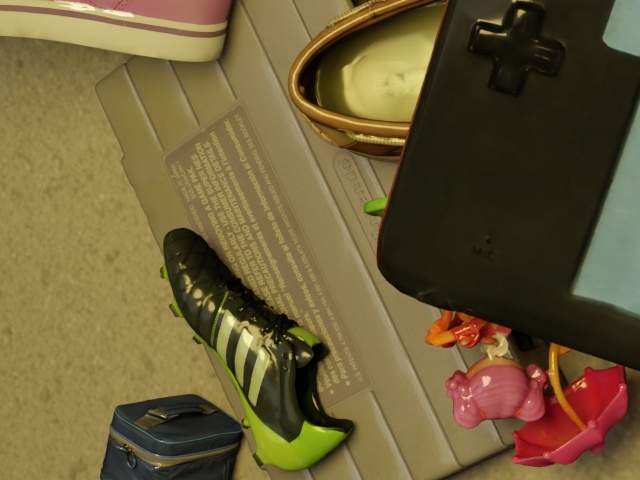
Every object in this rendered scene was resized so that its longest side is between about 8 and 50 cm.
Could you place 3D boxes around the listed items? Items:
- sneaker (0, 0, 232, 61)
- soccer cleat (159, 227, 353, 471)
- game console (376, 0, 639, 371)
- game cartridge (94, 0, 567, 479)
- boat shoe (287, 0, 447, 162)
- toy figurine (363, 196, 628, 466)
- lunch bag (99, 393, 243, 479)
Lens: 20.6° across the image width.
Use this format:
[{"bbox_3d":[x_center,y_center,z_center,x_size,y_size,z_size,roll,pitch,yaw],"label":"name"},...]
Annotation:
[{"bbox_3d":[-0.189,-0.211,1.102,0.102,0.282,0.161,-114,31,-63],"label":"sneaker"},{"bbox_3d":[-0.041,0.063,1.143,0.072,0.060,0.179,-32,85,25],"label":"soccer cleat"},{"bbox_3d":[0.250,-0.071,0.885,0.386,0.060,0.342,18,108,6],"label":"game console"},{"bbox_3d":[0.000,0.000,1.169,0.230,0.068,0.355,-32,79,39],"label":"game cartridge"},{"bbox_3d":[0.131,-0.107,0.990,0.324,0.120,0.122,-14,88,21],"label":"boat shoe"},{"bbox_3d":[0.115,0.051,1.013,0.130,0.173,0.159,156,111,-75],"label":"toy figurine"},{"bbox_3d":[-0.107,0.144,1.241,0.067,0.098,0.065,25,109,36],"label":"lunch bag"}]
